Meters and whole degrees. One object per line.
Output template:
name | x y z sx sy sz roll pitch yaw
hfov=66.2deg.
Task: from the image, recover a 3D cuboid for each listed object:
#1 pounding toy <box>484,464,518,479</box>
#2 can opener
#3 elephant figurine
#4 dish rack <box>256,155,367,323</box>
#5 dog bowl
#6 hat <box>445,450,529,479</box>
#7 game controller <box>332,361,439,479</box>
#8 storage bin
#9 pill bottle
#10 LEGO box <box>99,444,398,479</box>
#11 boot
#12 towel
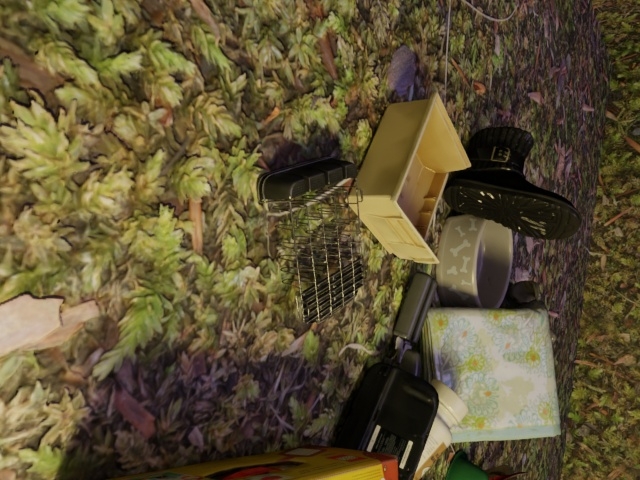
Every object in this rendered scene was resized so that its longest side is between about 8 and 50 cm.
pounding toy | 0.588 0.848 1.567 0.155 0.154 0.269 63 4 9
can opener | 0.223 0.217 1.142 0.076 0.095 0.284 33 76 -49
elephant figurine | 0.645 0.214 1.552 0.169 0.239 0.186 20 79 -50
dish rack | 0.000 0.000 0.861 0.208 0.074 0.272 -25 115 -46
dog bowl | 0.453 0.057 1.407 0.348 0.102 0.349 -8 100 -50
hat | 0.495 0.744 1.478 0.209 0.183 0.173 -60 135 -27
game controller | 0.120 0.408 0.988 0.319 0.166 0.067 -60 169 -26
storage bin | 0.202 -0.121 1.052 0.260 0.123 0.262 45 60 -44
pill bottle | 0.210 0.420 1.071 0.229 0.131 0.131 -42 128 -14
LEGO box | -0.092 0.502 0.653 0.500 0.193 0.373 20 66 -51
boot | 0.523 -0.165 1.283 0.260 0.347 0.131 -53 152 -28
towel | 0.423 0.328 1.232 0.374 0.090 0.321 3 80 -14
